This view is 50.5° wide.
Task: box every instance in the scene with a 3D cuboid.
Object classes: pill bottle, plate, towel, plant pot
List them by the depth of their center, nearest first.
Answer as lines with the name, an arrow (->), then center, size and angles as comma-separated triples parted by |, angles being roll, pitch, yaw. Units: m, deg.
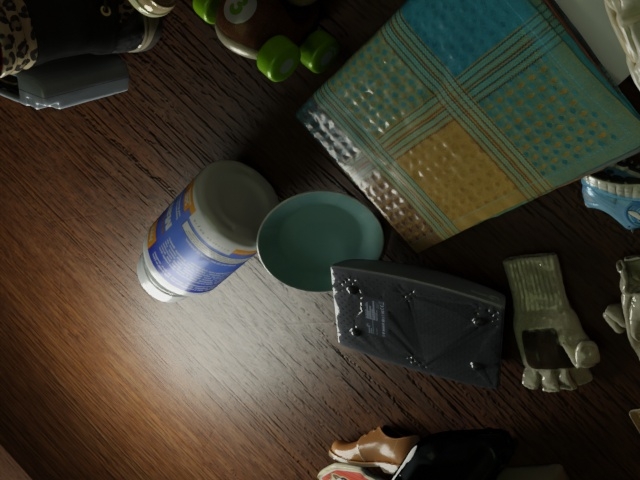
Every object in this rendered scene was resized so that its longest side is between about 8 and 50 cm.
towel -> 0.153, -0.142, 0.799 | 0.271, 0.040, 0.370 | 49, 143, -8
plate -> 0.000, 0.000, 1.005 | 0.188, 0.024, 0.188 | -1, 126, -2
plant pot -> 0.319, 0.411, 1.012 | 0.109, 0.096, 0.109 | -21, 102, 42
pill bottle -> -0.195, -0.001, 1.107 | 0.152, 0.152, 0.272 | 52, 132, -1

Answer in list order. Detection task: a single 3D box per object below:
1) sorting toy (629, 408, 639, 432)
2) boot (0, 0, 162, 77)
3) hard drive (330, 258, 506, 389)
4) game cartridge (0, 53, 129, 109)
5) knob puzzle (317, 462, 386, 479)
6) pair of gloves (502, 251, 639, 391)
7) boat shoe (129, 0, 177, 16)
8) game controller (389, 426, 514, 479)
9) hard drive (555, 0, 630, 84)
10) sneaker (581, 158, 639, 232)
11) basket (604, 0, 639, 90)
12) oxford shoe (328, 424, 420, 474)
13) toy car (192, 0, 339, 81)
sorting toy -> 0.449, 0.253, 0.882 | 0.062, 0.012, 0.083 | -27, 98, 42
boot -> -0.417, -0.411, 0.939 | 0.138, 0.284, 0.378 | -16, 106, 40
hard drive -> 0.142, 0.113, 0.982 | 0.254, 0.054, 0.172 | 12, 128, 26
game cartridge -> -0.471, -0.291, 1.107 | 0.297, 0.198, 0.062 | 22, 127, 23
knob puzzle -> 0.076, 0.478, 1.248 | 0.213, 0.030, 0.213 | 22, 138, 21
pair of gloves -> 0.355, 0.112, 0.850 | 0.240, 0.042, 0.204 | 0, 115, 35
boat shoe -> -0.230, -0.456, 0.903 | 0.098, 0.109, 0.303 | 10, 115, 33
game controller -> 0.178, 0.397, 1.079 | 0.166, 0.067, 0.319 | 10, 130, -14
hard drive -> 0.238, -0.319, 0.649 | 0.307, 0.040, 0.203 | 38, 132, -1
sneaker -> 0.369, -0.041, 0.751 | 0.162, 0.063, 0.073 | 25, 145, 28
basket -> 0.382, -0.187, 0.430 | 0.328, 0.266, 0.332 | -15, 107, 41
oxford shoe -> 0.097, 0.357, 1.174 | 0.212, 0.076, 0.076 | -12, 74, 45
toy car -> -0.043, -0.318, 0.816 | 0.155, 0.149, 0.188 | 44, 132, 19
